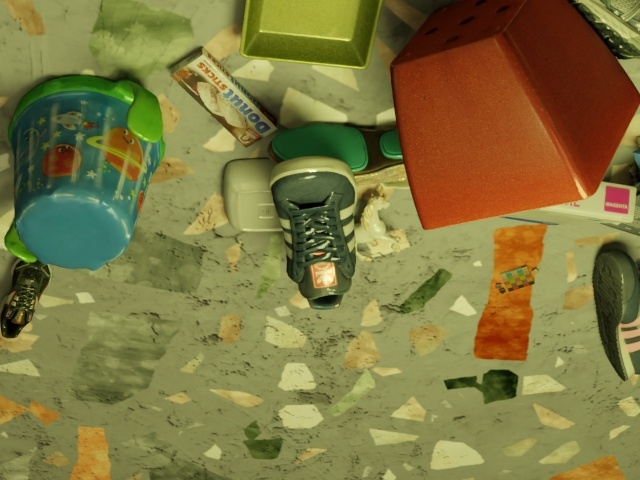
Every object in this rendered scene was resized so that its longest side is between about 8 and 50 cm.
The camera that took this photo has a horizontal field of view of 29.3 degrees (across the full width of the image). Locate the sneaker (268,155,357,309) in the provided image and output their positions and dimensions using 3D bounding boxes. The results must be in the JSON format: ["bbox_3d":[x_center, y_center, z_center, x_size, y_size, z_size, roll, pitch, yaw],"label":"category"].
[{"bbox_3d":[0.000,0.000,1.847,0.131,0.148,0.350,-6,155,5],"label":"sneaker"}]

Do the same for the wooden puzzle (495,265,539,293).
[{"bbox_3d":[0.347,0.067,2.157,0.083,0.006,0.049,-19,134,16],"label":"wooden puzzle"}]

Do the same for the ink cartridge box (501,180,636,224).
[{"bbox_3d":[0.335,-0.064,1.894,0.185,0.065,0.311,8,176,-11],"label":"ink cartridge box"}]

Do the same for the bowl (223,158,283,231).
[{"bbox_3d":[-0.087,-0.063,1.970,0.141,0.053,0.142,0,137,-2],"label":"bowl"}]

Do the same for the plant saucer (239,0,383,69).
[{"bbox_3d":[-0.011,-0.333,1.701,0.188,0.045,0.188,4,135,-8],"label":"plant saucer"}]

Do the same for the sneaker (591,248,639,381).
[{"bbox_3d":[0.563,0.114,2.163,0.131,0.112,0.319,-23,138,-4],"label":"sneaker"}]

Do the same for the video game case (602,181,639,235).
[{"bbox_3d":[0.588,-0.093,1.936,0.274,0.026,0.196,-36,152,28],"label":"video game case"}]

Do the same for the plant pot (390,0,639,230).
[{"bbox_3d":[0.245,-0.202,1.677,0.267,0.267,0.236,-12,118,38],"label":"plant pot"}]

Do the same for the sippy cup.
[{"bbox_3d":[-0.355,-0.085,1.812,0.240,0.224,0.306,3,136,-5],"label":"sippy cup"}]

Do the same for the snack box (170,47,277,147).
[{"bbox_3d":[-0.143,-0.212,1.835,0.064,0.022,0.178,-29,130,23],"label":"snack box"}]

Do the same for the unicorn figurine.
[{"bbox_3d":[0.082,-0.018,2.018,0.162,0.060,0.111,-33,129,27],"label":"unicorn figurine"}]

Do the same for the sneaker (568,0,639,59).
[{"bbox_3d":[0.460,-0.312,1.722,0.283,0.110,0.122,28,86,-8],"label":"sneaker"}]

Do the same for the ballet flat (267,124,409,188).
[{"bbox_3d":[0.077,-0.117,1.890,0.315,0.108,0.106,-1,143,0],"label":"ballet flat"}]

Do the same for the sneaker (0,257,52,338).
[{"bbox_3d":[-0.508,0.104,2.104,0.072,0.077,0.178,12,133,-17],"label":"sneaker"}]

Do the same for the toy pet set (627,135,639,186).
[{"bbox_3d":[0.546,-0.117,1.935,0.122,0.065,0.114,-20,133,16],"label":"toy pet set"}]
